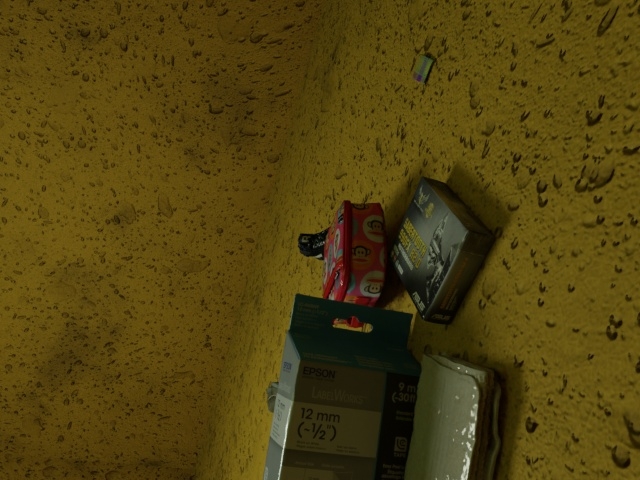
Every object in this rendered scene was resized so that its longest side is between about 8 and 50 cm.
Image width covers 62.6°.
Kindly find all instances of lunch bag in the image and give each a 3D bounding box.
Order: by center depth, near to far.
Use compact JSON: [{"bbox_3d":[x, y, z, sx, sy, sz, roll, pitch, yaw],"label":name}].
[{"bbox_3d":[0.074,0.076,1.198,0.293,0.120,0.258,106,167,-61],"label":"lunch bag"}]

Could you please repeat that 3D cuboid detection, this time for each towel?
[{"bbox_3d":[0.194,0.320,0.802,0.187,0.049,0.282,178,103,-75],"label":"towel"},{"bbox_3d":[0.241,-0.404,1.239,0.083,0.009,0.060,-112,39,-62],"label":"towel"}]

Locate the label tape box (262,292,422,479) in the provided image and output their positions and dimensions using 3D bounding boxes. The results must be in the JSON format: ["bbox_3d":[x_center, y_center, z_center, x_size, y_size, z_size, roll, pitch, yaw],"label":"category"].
[{"bbox_3d":[0.054,0.283,0.930,0.115,0.249,0.347,161,120,-71],"label":"label tape box"}]

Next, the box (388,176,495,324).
[{"bbox_3d":[0.208,0.012,0.960,0.231,0.056,0.183,-108,33,-59],"label":"box"}]

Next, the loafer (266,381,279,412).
[{"bbox_3d":[-0.118,0.498,1.654,0.251,0.094,0.087,116,156,-65],"label":"loafer"}]

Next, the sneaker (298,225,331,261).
[{"bbox_3d":[0.000,0.000,1.546,0.217,0.121,0.079,128,149,-56],"label":"sneaker"}]
